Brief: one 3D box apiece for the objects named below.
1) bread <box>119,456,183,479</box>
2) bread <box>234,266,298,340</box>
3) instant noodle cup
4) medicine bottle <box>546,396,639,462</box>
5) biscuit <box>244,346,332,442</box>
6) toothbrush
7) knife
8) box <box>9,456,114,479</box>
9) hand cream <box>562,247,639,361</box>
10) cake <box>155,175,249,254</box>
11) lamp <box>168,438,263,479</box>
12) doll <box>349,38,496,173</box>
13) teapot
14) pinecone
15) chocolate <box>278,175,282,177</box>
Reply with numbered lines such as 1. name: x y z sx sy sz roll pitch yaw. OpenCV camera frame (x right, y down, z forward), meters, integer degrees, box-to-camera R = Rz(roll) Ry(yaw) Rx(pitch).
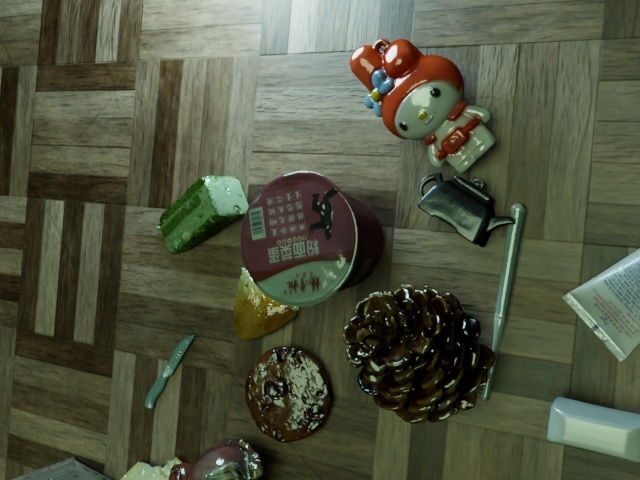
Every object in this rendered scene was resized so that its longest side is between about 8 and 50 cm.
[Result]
1. bread: -0.355 0.618 1.515 0.184 0.224 0.211 -7 127 22
2. bread: -0.134 0.146 1.424 0.154 0.054 0.136 39 109 26
3. instant noodle cup: 0.000 0.000 1.283 0.235 0.178 0.234 -1 88 29
4. medicine bottle: 0.445 0.290 1.072 0.183 0.119 0.069 6 88 26
5. biscuit: -0.066 0.303 1.384 0.192 0.049 0.192 1 93 26
6. toothbrush: 0.308 0.106 1.205 0.030 0.025 0.342 14 96 30
7. knife: -0.332 0.285 1.545 0.028 0.015 0.210 40 106 30
8. box: -0.581 0.673 1.549 0.190 0.225 0.297 13 95 26
9. hand cream: 0.508 0.067 1.078 0.248 0.083 0.133 -47 68 31
10. cake: -0.251 -0.051 1.503 0.235 0.099 0.100 -33 74 45
11. lamp: -0.201 0.507 1.390 0.223 0.151 0.215 -40 33 38
12. doll: 0.174 -0.246 1.225 0.290 0.130 0.161 47 123 6
13. teapot: 0.248 -0.062 1.208 0.177 0.087 0.096 36 100 24
14. pinecone: 0.153 0.180 1.169 0.224 0.272 0.224 -26 44 28
15. chocolate: -0.078 -0.078 1.411 0.064 0.031 0.100 24 96 44
